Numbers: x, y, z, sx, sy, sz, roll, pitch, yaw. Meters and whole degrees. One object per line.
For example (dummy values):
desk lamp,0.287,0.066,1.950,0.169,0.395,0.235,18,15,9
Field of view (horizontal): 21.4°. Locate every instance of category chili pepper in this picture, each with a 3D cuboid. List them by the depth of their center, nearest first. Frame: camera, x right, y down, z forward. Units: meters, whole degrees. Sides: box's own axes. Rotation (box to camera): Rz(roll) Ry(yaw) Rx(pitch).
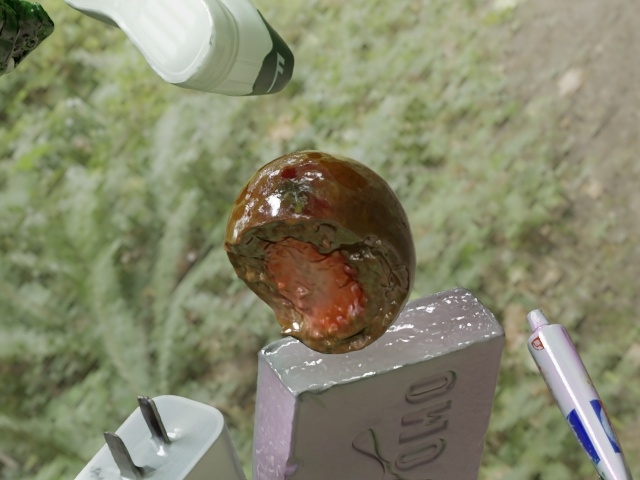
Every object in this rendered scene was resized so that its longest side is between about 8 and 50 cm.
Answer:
chili pepper,-0.307,-0.196,1.573,0.100,0.074,0.257,-63,1,6

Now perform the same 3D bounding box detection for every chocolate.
chocolate,0.000,0.000,1.090,0.133,0.124,0.127,93,161,-61

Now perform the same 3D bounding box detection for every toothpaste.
toothpaste,0.172,0.115,1.086,0.028,0.045,0.170,-28,58,7

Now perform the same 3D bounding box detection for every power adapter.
power adapter,-0.173,0.280,1.855,0.124,0.255,0.187,13,46,32

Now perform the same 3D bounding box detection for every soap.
soap,0.059,0.218,1.994,0.107,0.285,0.296,52,149,43

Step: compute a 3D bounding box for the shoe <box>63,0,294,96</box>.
shoe,-0.162,-0.264,1.842,0.363,0.160,0.131,43,111,41
